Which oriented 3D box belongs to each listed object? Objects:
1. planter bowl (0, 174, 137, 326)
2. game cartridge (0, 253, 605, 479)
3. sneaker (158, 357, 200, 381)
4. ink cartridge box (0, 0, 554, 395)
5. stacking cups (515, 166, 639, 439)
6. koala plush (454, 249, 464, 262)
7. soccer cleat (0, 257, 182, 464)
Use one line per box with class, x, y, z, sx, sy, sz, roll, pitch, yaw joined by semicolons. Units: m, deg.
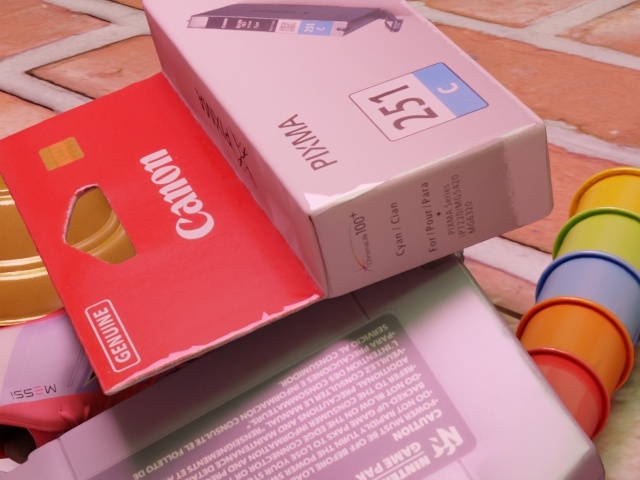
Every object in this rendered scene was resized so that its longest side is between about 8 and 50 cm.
planter bowl;-0.247;-0.020;1.236;0.217;0.090;0.217;-2;26;1
game cartridge;-0.019;0.138;0.775;0.297;0.062;0.198;-29;55;-4
sneaker;0.001;0.109;0.919;0.297;0.111;0.131;4;26;13
ink cartridge box;-0.050;-0.062;0.889;0.261;0.066;0.296;-22;36;-12
stacking cups;0.186;0.056;1.033;0.096;0.096;0.316;6;29;18
koala plush;0.000;0.000;1.080;0.221;0.203;0.196;9;61;2
soccer cleat;-0.143;0.077;0.867;0.248;0.083;0.095;-14;64;-32
